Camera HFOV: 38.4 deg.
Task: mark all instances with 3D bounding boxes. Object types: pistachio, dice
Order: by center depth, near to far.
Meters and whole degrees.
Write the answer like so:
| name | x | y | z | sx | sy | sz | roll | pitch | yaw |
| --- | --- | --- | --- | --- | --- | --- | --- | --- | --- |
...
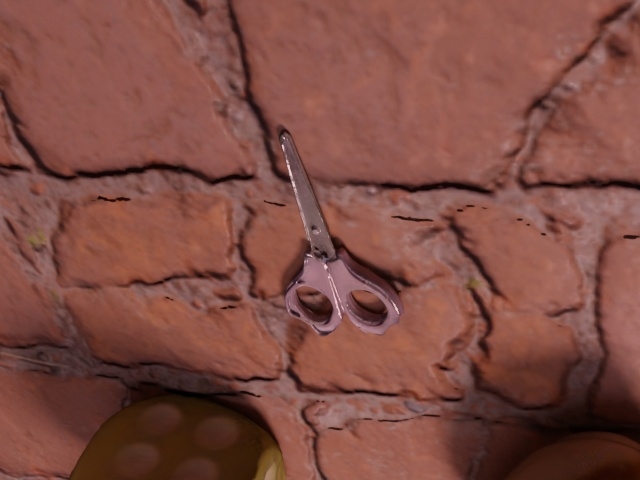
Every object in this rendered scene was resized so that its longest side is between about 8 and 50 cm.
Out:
| name | x | y | z | sx | sy | sz | roll | pitch | yaw |
| --- | --- | --- | --- | --- | --- | --- | --- | --- | --- |
| pistachio | 0.195 | 0.232 | 0.729 | 0.144 | 0.144 | 0.215 | 31 | 131 | -6 |
| dice | -0.134 | 0.260 | 0.859 | 0.166 | 0.169 | 0.169 | 9 | 132 | 14 |

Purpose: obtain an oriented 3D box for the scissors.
| name | x | y | z | sx | sy | sz | roll | pitch | yaw |
| --- | --- | --- | --- | --- | --- | --- | --- | --- | --- |
| scissors | 0.000 | 0.000 | 0.691 | 0.100 | 0.015 | 0.189 | -2 | 127 | 26 |
